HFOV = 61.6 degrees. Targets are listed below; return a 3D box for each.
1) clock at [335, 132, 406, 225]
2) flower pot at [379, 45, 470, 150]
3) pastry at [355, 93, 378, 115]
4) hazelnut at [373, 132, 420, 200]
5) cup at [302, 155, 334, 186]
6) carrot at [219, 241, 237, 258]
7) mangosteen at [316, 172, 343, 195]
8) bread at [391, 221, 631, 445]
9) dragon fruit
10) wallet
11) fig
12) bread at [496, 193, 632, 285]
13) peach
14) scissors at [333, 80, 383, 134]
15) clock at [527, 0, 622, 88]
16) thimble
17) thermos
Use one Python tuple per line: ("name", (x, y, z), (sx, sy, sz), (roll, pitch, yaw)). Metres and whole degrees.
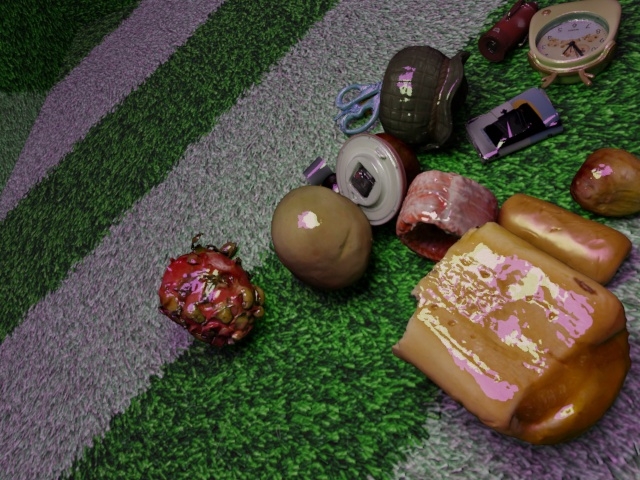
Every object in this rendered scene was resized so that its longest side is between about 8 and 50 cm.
("clock", (0.125, -0.158, 1.399), (0.056, 0.244, 0.244), (-20, 38, -35))
("flower pot", (0.297, -0.397, 1.527), (0.213, 0.302, 0.302), (12, 65, 17))
("pastry", (0.184, -0.457, 1.763), (0.140, 0.056, 0.080), (-14, 65, 19))
("hazelnut", (0.186, -0.202, 1.503), (0.178, 0.204, 0.178), (-27, 19, 10))
("cup", (-0.008, -0.216, 1.706), (0.077, 0.078, 0.100), (-40, 15, 5))
("carrot", (-0.353, 0.101, 1.705), (0.254, 0.049, 0.049), (-50, 49, -3))
("mangosteen", (0.038, -0.132, 1.569), (0.151, 0.137, 0.137), (-9, 52, -4))
("bread", (0.393, 0.206, 1.081), (0.361, 0.250, 0.394), (-49, 53, -4))
("dragon fruit", (-0.289, 0.158, 1.492), (0.291, 0.250, 0.269), (25, 81, 23))
("wallet", (0.521, -0.316, 1.471), (0.231, 0.069, 0.170), (-24, 55, 14))
("fig", (0.705, -0.118, 1.204), (0.257, 0.159, 0.159), (18, 69, 16))
("bread", (0.546, -0.014, 1.241), (0.142, 0.091, 0.305), (-46, 49, -13))
("peach", (0.000, 0.000, 1.411), (0.247, 0.292, 0.292), (-23, 46, -18))
("scissors", (0.209, -0.478, 1.704), (0.393, 0.032, 0.180), (-26, 68, 21))
("clock", (0.698, -0.533, 1.494), (0.235, 0.096, 0.308), (5, 62, 29))
("thimble", (0.306, -0.048, 1.304), (0.239, 0.239, 0.162), (10, 65, 34))
("thermos", (0.585, -0.653, 1.627), (0.232, 0.124, 0.099), (-45, 52, -14))
